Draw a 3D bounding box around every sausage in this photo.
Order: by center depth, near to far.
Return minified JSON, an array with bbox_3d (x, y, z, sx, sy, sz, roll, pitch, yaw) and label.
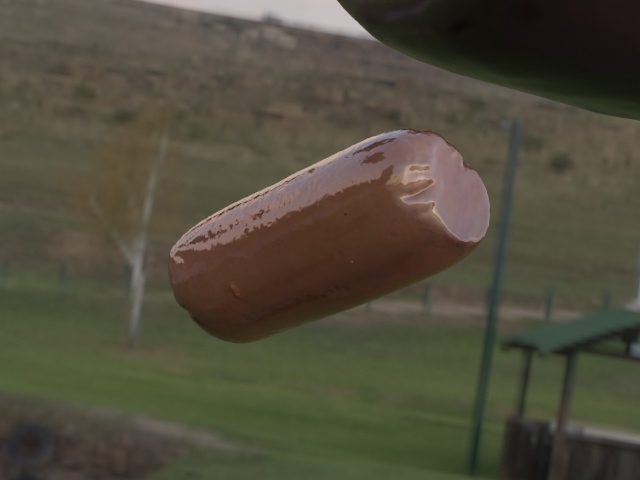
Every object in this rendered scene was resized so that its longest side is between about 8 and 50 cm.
[{"bbox_3d":[0.000,0.000,0.403,0.034,0.034,0.083,12,-25,-43],"label":"sausage"}]

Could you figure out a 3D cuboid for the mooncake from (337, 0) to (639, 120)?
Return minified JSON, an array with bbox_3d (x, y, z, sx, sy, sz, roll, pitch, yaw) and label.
[{"bbox_3d":[0.128,-0.204,0.746,0.174,0.325,0.334,11,-26,-21],"label":"mooncake"}]
